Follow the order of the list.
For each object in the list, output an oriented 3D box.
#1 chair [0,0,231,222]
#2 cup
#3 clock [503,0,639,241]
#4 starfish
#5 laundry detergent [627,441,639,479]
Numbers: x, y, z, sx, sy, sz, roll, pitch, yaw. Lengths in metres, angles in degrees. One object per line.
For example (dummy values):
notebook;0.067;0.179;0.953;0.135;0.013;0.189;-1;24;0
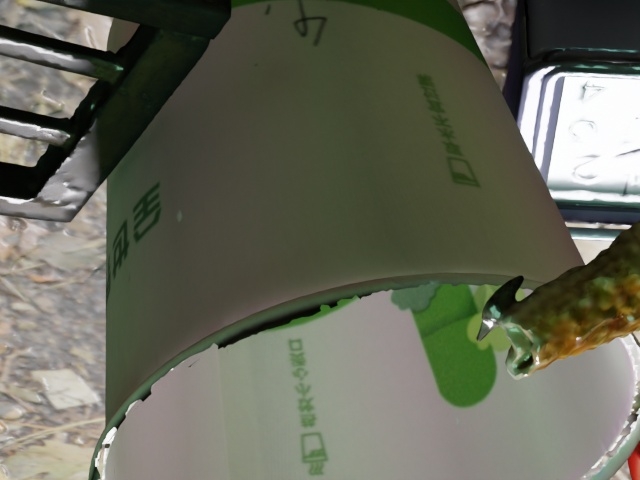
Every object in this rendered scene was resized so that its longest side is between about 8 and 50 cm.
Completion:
chair;-0.272;-0.172;0.723;0.416;0.240;0.203;6;146;-33
cup;0.000;0.000;0.848;0.253;0.274;0.253;-9;142;-7
clock;0.194;-0.065;0.933;0.193;0.073;0.144;2;142;2
starfish;0.283;-0.109;0.694;0.384;0.132;0.398;-13;138;-56
laundry detergent;0.276;0.174;1.262;0.097;0.049;0.165;-12;142;15
